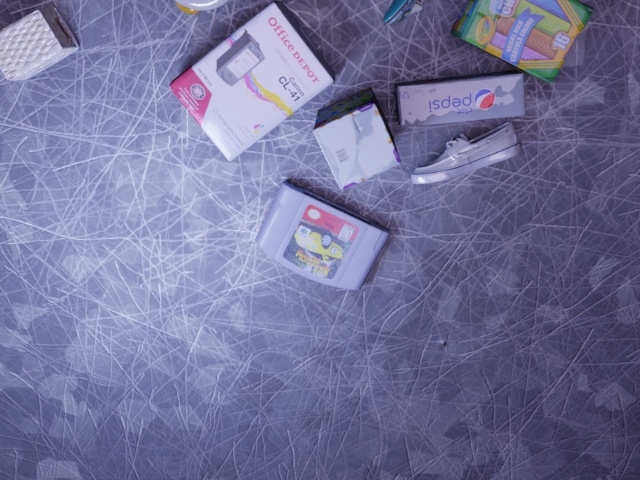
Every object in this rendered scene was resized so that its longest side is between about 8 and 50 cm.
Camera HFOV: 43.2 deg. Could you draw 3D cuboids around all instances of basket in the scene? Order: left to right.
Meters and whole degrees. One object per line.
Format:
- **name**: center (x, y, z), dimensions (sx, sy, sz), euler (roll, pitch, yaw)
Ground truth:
- **basket**: center (-0.655, -0.443, 1.831), dimensions (0.167, 0.103, 0.113), euler (-27, 105, 11)

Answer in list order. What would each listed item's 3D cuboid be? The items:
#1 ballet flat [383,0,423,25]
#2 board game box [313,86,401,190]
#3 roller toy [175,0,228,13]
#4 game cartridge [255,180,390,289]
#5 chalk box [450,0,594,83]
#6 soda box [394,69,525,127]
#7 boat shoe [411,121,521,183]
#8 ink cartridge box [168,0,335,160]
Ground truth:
- **ballet flat**: center (0.215, -0.549, 1.799), dimensions (0.070, 0.070, 0.188), euler (32, 109, -9)
- **board game box**: center (0.081, -0.233, 1.792), dimensions (0.142, 0.275, 0.144), euler (-24, 106, 9)
- **roller toy**: center (-0.246, -0.600, 1.747), dimensions (0.191, 0.146, 0.209), euler (-4, 114, 12)
- **game cartridge**: center (0.000, 0.000, 1.990), dimensions (0.294, 0.060, 0.196), euler (24, 111, -6)
- **chalk box**: center (0.401, -0.487, 1.753), dimensions (0.289, 0.180, 0.179), euler (25, 107, -5)
- **soda box**: center (0.317, -0.325, 1.853), dimensions (0.286, 0.091, 0.098), euler (-6, 107, 3)
- **boat shoe**: center (0.334, -0.206, 1.892), dimensions (0.268, 0.096, 0.088), euler (-17, 103, 6)
- **ink cartridge box**: center (-0.152, -0.362, 1.833), dimensions (0.306, 0.131, 0.226), euler (-36, 104, 13)
